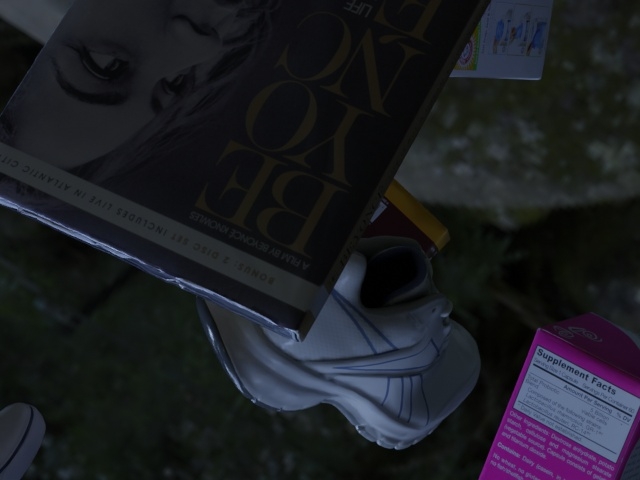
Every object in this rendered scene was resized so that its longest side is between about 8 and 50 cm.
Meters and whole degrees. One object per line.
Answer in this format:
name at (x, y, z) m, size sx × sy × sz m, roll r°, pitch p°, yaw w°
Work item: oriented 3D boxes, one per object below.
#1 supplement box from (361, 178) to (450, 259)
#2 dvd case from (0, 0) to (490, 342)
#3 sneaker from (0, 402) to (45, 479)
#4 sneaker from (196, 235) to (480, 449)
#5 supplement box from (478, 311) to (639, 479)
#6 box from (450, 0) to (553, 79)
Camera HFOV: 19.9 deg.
supplement box at (0.000, 0.000, 1.880) m, size 0.191 × 0.194 × 0.129 m, roll 44°, pitch -179°, yaw 6°
dvd case at (-0.028, -0.085, 0.776) m, size 0.164 × 0.221 × 0.018 m, roll 24°, pitch 164°, yaw 18°
sneaker at (-0.388, 0.242, 1.857) m, size 0.094 × 0.258 × 0.091 m, roll 6°, pitch 131°, yaw 46°
sneaker at (0.045, 0.063, 1.248) m, size 0.297 × 0.129 × 0.111 m, roll 17°, pitch -140°, yaw -59°
supplement box at (0.208, 0.183, 1.490) m, size 0.114 × 0.220 × 0.111 m, roll 29°, pitch -162°, yaw 26°
box at (0.144, -0.228, 1.905) m, size 0.114 × 0.103 × 0.203 m, roll 14°, pitch -169°, yaw 32°
